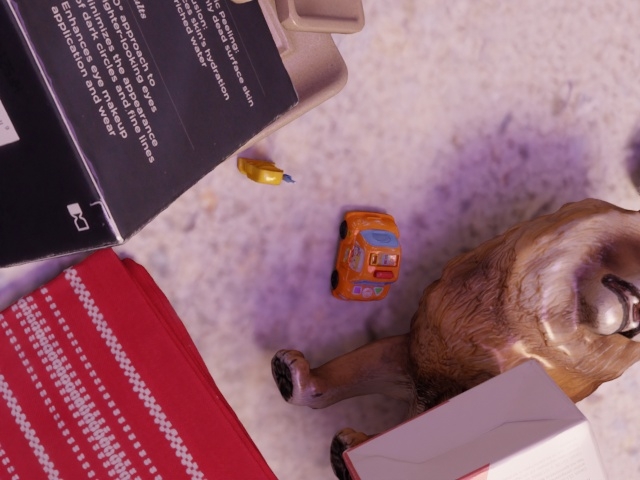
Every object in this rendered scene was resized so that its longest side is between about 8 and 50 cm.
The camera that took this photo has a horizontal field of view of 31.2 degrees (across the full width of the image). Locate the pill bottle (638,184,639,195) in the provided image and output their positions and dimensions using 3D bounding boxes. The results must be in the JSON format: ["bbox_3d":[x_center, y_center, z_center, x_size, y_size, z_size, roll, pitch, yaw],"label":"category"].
[{"bbox_3d":[0.267,-0.065,0.750,0.067,0.067,0.120,32,92,-28],"label":"pill bottle"}]

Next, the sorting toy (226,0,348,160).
[{"bbox_3d":[-0.104,-0.124,0.584,0.347,0.047,0.196,-32,109,-14],"label":"sorting toy"}]

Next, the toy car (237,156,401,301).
[{"bbox_3d":[0.000,0.000,0.669,0.122,0.040,0.060,23,96,-28],"label":"toy car"}]

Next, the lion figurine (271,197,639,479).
[{"bbox_3d":[0.096,0.160,0.725,0.240,0.142,0.392,-10,124,-28],"label":"lion figurine"}]

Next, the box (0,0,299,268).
[{"bbox_3d":[-0.104,-0.092,0.472,0.158,0.093,0.156,-46,119,-53],"label":"box"}]

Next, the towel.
[{"bbox_3d":[-0.165,0.145,0.578,0.275,0.199,0.031,-33,157,-11],"label":"towel"}]

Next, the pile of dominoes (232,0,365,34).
[{"bbox_3d":[-0.040,-0.216,0.514,0.196,0.040,0.251,29,61,-46],"label":"pile of dominoes"}]

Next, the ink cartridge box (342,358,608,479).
[{"bbox_3d":[0.102,0.177,0.608,0.115,0.067,0.198,-25,116,-5],"label":"ink cartridge box"}]
